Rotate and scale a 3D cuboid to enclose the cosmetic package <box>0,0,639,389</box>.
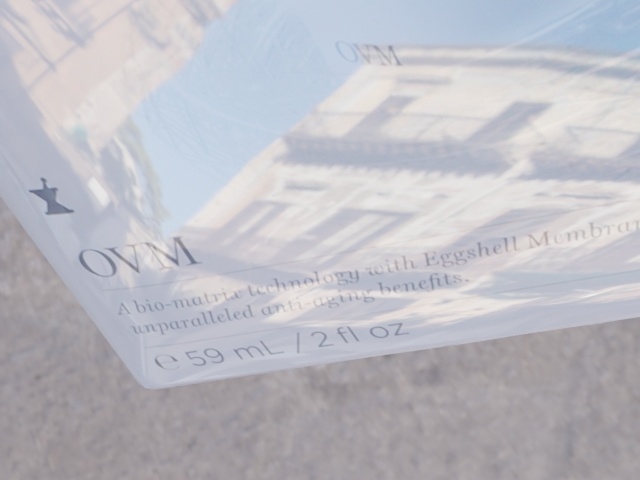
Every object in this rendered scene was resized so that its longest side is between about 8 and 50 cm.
[{"bbox_3d":[0.016,-0.097,0.365,0.224,0.138,0.225,-11,129,26],"label":"cosmetic package"}]
